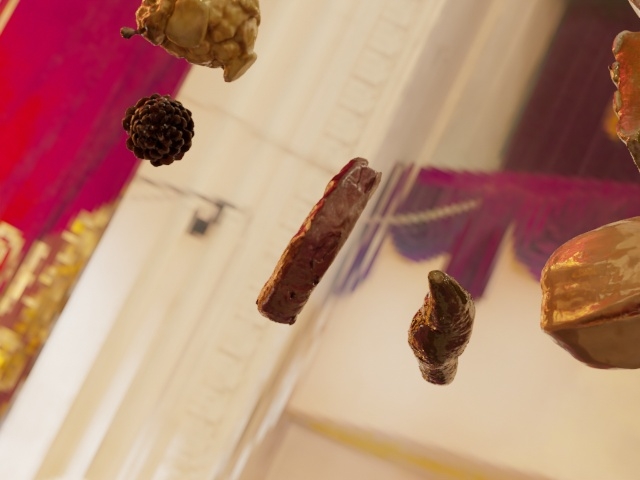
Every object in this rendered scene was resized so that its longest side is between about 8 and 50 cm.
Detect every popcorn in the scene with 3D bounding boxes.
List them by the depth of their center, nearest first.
[{"bbox_3d":[-0.142,-0.282,2.136,0.163,0.140,0.194,21,12,-1],"label":"popcorn"}]

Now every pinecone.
[{"bbox_3d":[-0.216,-0.152,2.319,0.102,0.102,0.109,25,-14,2],"label":"pinecone"}]

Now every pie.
[{"bbox_3d":[0.000,0.000,1.975,0.054,0.219,0.204,33,-37,1],"label":"pie"}]

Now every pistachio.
[{"bbox_3d":[0.326,0.049,1.710,0.229,0.157,0.157,-15,-38,31],"label":"pistachio"}]

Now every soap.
[{"bbox_3d":[0.504,-0.128,2.404,0.143,0.259,0.281,-23,-54,21],"label":"soap"}]

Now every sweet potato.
[{"bbox_3d":[0.120,0.094,1.735,0.067,0.067,0.274,22,-21,12],"label":"sweet potato"}]

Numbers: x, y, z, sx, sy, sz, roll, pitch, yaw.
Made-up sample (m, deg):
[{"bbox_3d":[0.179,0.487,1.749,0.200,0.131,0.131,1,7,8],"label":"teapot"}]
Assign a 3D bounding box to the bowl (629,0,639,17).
[{"bbox_3d":[0.404,-0.313,1.795,0.144,0.287,0.287,-14,4,-29],"label":"bowl"}]
